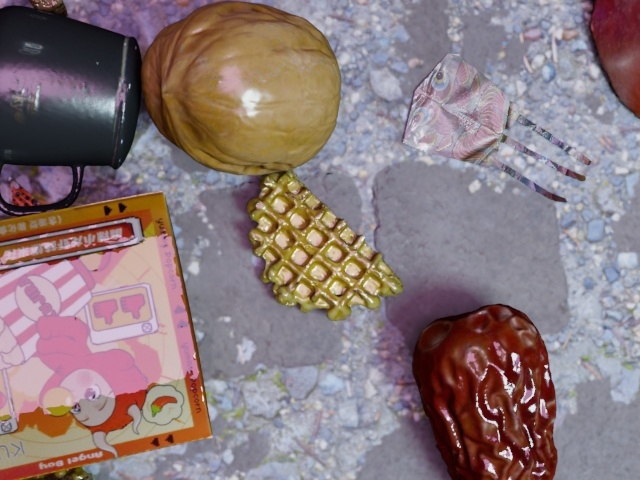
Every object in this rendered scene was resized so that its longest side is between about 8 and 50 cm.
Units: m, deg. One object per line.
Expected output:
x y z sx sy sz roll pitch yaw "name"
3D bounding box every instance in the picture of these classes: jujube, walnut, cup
0.190 0.186 1.188 0.155 0.155 0.230 -17 99 -6 "jujube"
-0.084 -0.162 1.131 0.195 0.221 0.195 6 99 38 "walnut"
-0.286 -0.134 1.140 0.176 0.169 0.223 7 90 -14 "cup"

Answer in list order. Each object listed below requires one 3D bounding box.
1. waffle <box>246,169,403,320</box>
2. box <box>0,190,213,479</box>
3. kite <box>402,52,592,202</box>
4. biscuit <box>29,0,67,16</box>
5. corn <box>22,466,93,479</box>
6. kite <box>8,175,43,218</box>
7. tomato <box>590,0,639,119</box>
0.000 0.000 1.221 0.160 0.046 0.192 -14 90 -4 "waffle"
-0.276 0.101 1.101 0.283 0.214 0.259 -11 92 -10 "box"
0.212 -0.120 1.264 0.229 0.016 0.127 32 89 -1 "kite"
-0.353 -0.337 1.184 0.034 0.064 0.199 -34 93 -5 "biscuit"
-0.382 0.321 1.151 0.320 0.097 0.097 -16 90 -4 "corn"
-0.294 0.038 1.208 0.125 0.008 0.222 0 88 -6 "kite"
0.460 -0.279 1.213 0.309 0.170 0.309 0 87 -6 "tomato"
